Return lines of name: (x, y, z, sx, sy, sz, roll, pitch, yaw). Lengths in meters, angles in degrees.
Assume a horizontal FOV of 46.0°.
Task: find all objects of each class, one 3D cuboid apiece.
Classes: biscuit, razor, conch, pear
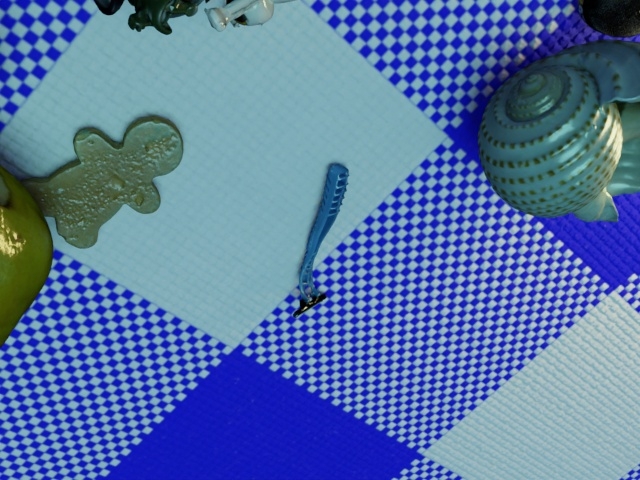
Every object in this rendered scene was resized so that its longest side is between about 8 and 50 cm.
biscuit: (-0.289, -0.087, 1.039, 0.234, 0.030, 0.153, -36, 125, 9)
razor: (0.000, 0.000, 1.166, 0.082, 0.042, 0.253, -28, 140, -51)
conch: (0.373, -0.161, 1.062, 0.303, 0.215, 0.319, -35, 156, 16)
pear: (-0.468, 0.029, 0.927, 0.269, 0.269, 0.321, 8, 141, -20)

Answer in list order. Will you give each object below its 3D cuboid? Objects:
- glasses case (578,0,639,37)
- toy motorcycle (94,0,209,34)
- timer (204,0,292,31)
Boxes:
glasses case: (0.440, -0.425, 0.980, 0.122, 0.082, 0.321, 5, 122, -16)
toy motorcycle: (-0.173, -0.359, 0.776, 0.127, 0.205, 0.275, -20, 162, -42)
timer: (-0.009, -0.329, 0.879, 0.266, 0.175, 0.175, -30, 125, 11)
